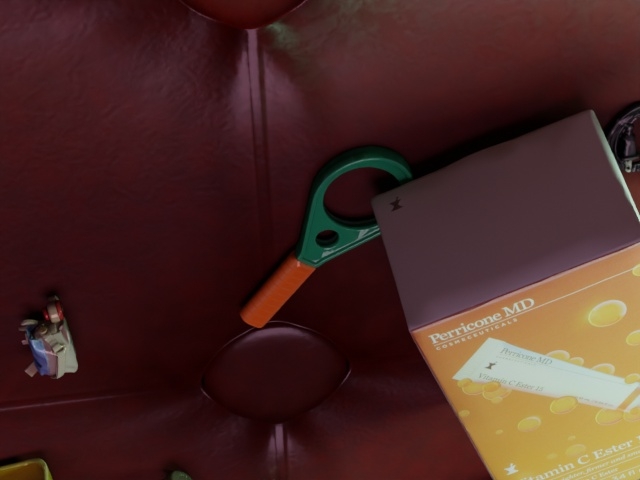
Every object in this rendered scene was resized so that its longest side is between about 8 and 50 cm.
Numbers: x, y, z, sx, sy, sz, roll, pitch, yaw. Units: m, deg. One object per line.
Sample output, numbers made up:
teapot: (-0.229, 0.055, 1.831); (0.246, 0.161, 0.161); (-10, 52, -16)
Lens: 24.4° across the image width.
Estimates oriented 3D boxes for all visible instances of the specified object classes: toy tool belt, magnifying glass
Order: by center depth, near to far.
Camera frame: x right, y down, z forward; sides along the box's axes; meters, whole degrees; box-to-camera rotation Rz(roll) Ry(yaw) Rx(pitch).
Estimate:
magnifying glass: (0.000, 0.000, 1.375); (0.092, 0.026, 0.231); (24, 122, -29)
toy tool belt: (-0.261, 0.094, 1.393); (0.051, 0.052, 0.083); (-15, 133, -8)

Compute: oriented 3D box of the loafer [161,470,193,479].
loafer: (-0.145, 0.305, 1.604); (0.050, 0.056, 0.148); (-22, 133, 1)

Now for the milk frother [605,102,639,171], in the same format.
milk frother: (0.336, -0.066, 1.297); (0.143, 0.135, 0.129); (-20, 102, 5)

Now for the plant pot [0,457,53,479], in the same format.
plant pot: (-0.354, 0.381, 1.548); (0.212, 0.212, 0.187); (-13, 146, 1)

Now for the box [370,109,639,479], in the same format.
box: (0.215, 0.081, 1.374); (0.215, 0.168, 0.345); (-22, 136, 9)
